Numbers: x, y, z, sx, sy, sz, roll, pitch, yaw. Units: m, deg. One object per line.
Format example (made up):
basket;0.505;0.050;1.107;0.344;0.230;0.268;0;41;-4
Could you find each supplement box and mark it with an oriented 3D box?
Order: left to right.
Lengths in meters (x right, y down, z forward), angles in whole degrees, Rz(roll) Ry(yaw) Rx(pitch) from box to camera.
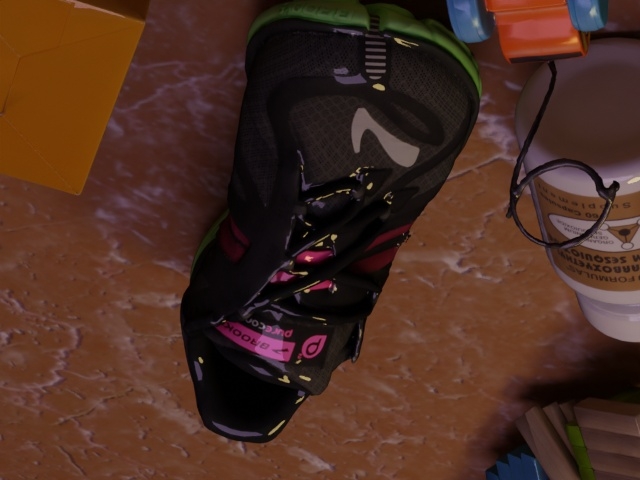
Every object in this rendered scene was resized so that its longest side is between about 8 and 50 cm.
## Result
supplement box;-0.177;-0.173;1.221;0.129;0.194;0.191;16;144;-11

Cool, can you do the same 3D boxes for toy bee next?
toy bee;0.127;-0.174;1.227;0.195;0.162;0.298;14;120;5

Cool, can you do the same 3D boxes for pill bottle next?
pill bottle;0.223;-0.028;1.399;0.131;0.131;0.229;-3;144;15

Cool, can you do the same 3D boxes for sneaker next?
sneaker;0.000;0.000;1.422;0.185;0.202;0.483;11;145;-4

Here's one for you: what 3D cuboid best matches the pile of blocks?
pile of blocks;0.253;0.211;1.777;0.113;0.149;0.362;-25;170;-29
